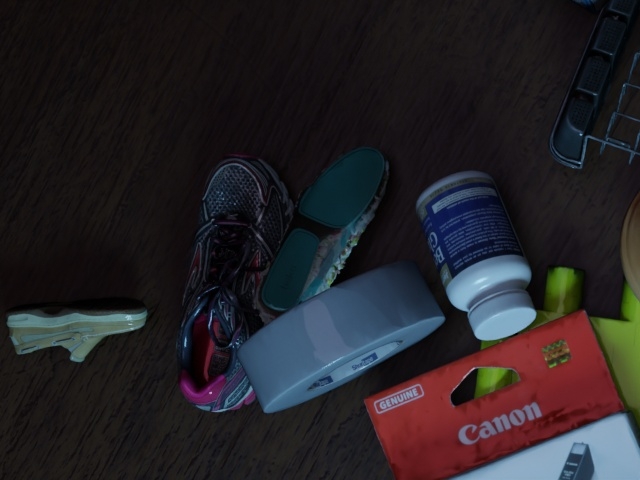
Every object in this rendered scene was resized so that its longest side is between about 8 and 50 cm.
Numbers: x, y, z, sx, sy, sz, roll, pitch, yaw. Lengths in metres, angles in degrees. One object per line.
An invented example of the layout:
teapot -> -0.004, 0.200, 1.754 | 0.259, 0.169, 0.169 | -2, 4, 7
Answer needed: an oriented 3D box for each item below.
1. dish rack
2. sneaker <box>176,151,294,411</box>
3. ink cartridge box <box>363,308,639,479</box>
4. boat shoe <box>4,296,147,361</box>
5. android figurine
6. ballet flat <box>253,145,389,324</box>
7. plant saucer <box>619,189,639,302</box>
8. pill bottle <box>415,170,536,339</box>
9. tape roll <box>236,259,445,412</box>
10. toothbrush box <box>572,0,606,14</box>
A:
dish rack -> 0.395, -0.145, 1.463 | 0.271, 0.074, 0.208 | 20, 73, 13
sneaker -> -0.099, 0.047, 1.606 | 0.120, 0.112, 0.299 | 2, 86, 17
ink cartridge box -> 0.198, 0.231, 1.473 | 0.275, 0.060, 0.239 | -24, 81, 17
boat shoe -> -0.289, 0.110, 1.690 | 0.190, 0.068, 0.072 | -4, 97, 26
android figurine -> 0.289, 0.167, 1.510 | 0.248, 0.056, 0.273 | 8, 87, 17
ballet flat -> 0.000, 0.000, 1.588 | 0.091, 0.077, 0.241 | 28, 71, 18
plant saucer -> 0.415, 0.004, 1.466 | 0.199, 0.037, 0.200 | -2, 76, 6
pill bottle -> 0.171, 0.018, 1.512 | 0.094, 0.094, 0.169 | -26, 61, 14
tape roll -> 0.021, 0.104, 1.508 | 0.219, 0.219, 0.072 | -31, 78, 13
toothbrush box -> 0.232, -0.421, 1.531 | 0.295, 0.126, 0.216 | 36, 97, 17
